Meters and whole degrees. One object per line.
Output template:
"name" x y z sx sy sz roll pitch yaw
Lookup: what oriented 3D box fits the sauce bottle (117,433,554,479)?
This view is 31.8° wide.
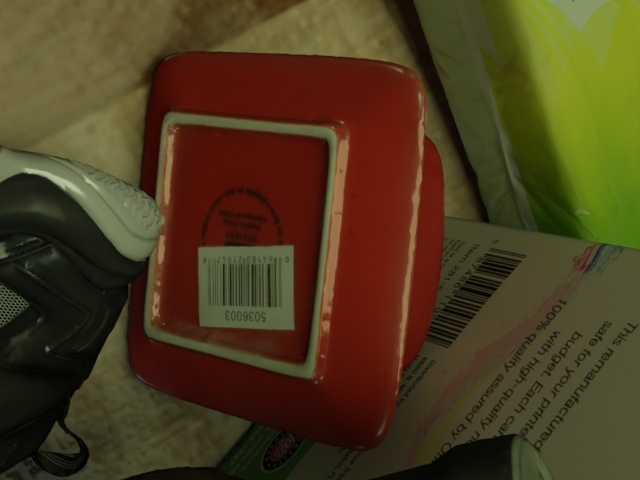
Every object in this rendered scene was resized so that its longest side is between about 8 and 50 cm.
"sauce bottle" -0.086 0.141 0.386 0.344 0.111 0.111 -19 110 19

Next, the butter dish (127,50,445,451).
"butter dish" 0.000 0.000 0.517 0.118 0.160 0.160 2 96 -52

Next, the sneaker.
"sneaker" -0.195 0.026 0.423 0.268 0.101 0.153 12 88 -31

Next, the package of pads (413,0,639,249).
"package of pads" 0.164 -0.144 0.579 0.229 0.101 0.296 -34 120 -20

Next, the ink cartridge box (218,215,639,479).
"ink cartridge box" 0.096 0.108 0.490 0.201 0.278 0.117 -49 115 -14
